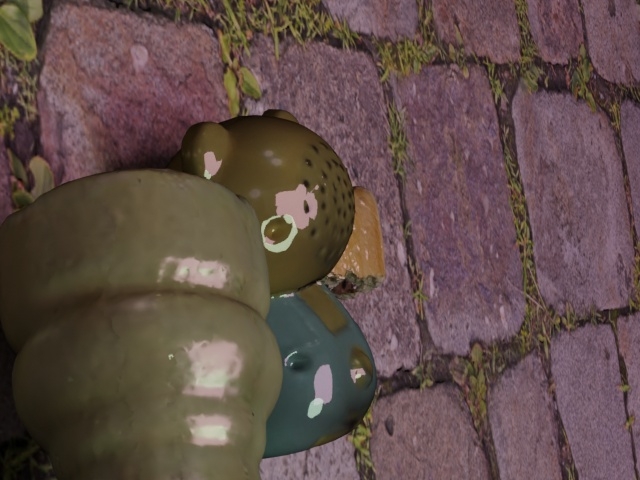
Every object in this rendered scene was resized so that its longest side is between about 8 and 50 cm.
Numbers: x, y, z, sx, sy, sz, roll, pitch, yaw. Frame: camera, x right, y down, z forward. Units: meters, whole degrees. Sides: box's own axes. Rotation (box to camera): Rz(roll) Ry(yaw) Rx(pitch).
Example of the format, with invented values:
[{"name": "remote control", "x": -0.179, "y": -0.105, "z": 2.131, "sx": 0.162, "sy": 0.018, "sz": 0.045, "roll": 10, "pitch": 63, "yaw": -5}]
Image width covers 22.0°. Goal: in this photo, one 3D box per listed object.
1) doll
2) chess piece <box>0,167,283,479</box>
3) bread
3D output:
[{"name": "doll", "x": -0.046, "y": 0.030, "z": 1.280, "sx": 0.177, "sy": 0.161, "sz": 0.260, "roll": -17, "pitch": 99, "yaw": -62}, {"name": "chess piece", "x": -0.088, "y": 0.179, "z": 1.015, "sx": 0.234, "sy": 0.234, "sz": 0.442, "roll": 39, "pitch": 33, "yaw": -53}, {"name": "bread", "x": 0.000, "y": 0.000, "z": 1.476, "sx": 0.125, "sy": 0.082, "sz": 0.106, "roll": 11, "pitch": 61, "yaw": -52}]
